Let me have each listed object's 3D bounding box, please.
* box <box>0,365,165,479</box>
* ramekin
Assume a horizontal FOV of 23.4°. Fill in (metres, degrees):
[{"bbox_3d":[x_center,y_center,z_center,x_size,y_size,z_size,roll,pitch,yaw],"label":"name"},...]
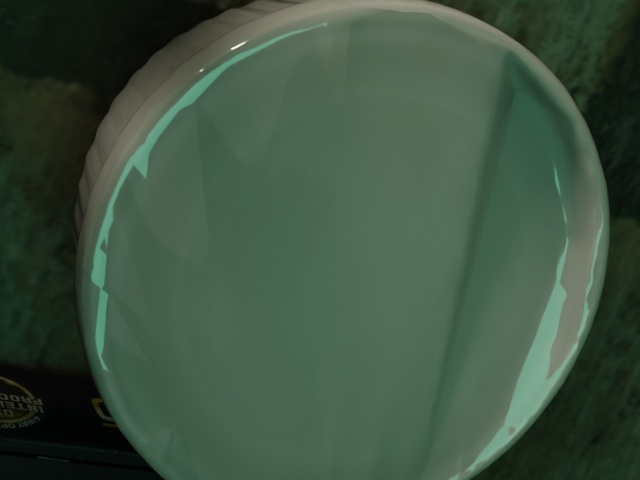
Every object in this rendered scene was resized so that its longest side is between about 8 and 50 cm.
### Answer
[{"bbox_3d":[-0.140,0.272,0.890,0.318,0.097,0.395,11,109,-29],"label":"box"},{"bbox_3d":[0.000,0.000,0.783,0.272,0.127,0.273,-7,111,-19],"label":"ramekin"}]
